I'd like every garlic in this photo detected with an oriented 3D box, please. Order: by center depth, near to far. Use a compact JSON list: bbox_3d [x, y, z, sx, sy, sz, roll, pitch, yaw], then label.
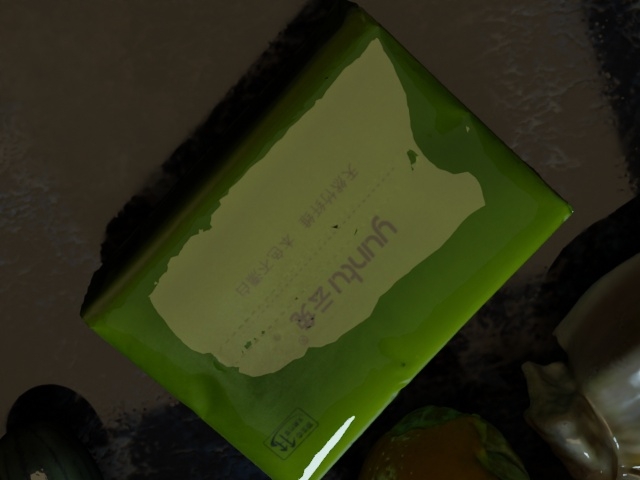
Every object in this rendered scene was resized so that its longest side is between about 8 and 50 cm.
[{"bbox_3d":[0.327,0.115,1.001,0.325,0.132,0.279,-25,112,6],"label":"garlic"}]

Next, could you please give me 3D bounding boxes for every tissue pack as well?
[{"bbox_3d":[0.000,0.000,0.920,0.200,0.167,0.275,42,97,-13],"label":"tissue pack"}]

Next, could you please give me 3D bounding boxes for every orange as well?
[{"bbox_3d":[0.131,0.237,0.972,0.237,0.179,0.158,36,54,-16],"label":"orange"}]

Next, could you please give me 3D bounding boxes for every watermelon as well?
[{"bbox_3d":[-0.202,0.186,0.990,0.078,0.078,0.111,-28,109,1],"label":"watermelon"}]
